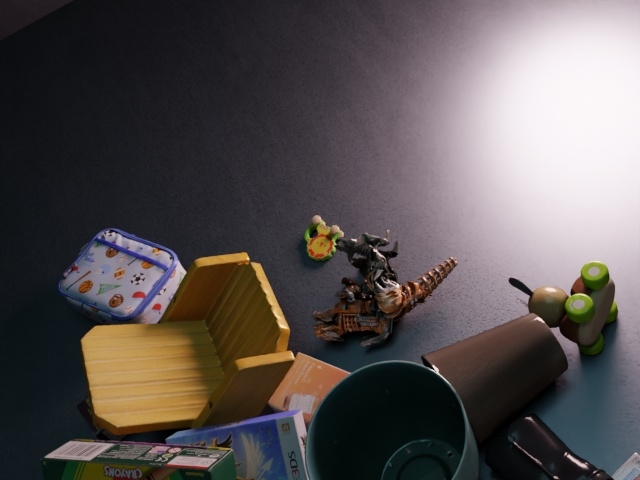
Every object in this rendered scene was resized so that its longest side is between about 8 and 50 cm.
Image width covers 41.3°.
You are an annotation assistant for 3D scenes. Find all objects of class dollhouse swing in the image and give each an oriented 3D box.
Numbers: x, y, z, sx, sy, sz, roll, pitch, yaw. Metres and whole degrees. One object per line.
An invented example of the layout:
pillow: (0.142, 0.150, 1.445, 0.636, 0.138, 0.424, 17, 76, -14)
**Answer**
dollhouse swing: (-0.293, 0.205, 1.772, 0.315, 0.305, 0.346, -58, 37, 26)

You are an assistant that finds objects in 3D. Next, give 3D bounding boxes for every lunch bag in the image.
lunch bag: (-0.490, 0.093, 2.105, 0.304, 0.115, 0.243, 20, 63, 32)

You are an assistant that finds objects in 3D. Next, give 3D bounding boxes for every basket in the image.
basket: (0.340, 0.247, 1.624, 0.227, 0.154, 0.204, -30, 56, -5)

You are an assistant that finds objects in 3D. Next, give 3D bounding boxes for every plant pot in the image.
plant pot: (0.150, 0.398, 1.526, 0.293, 0.235, 0.292, -14, 52, 18)

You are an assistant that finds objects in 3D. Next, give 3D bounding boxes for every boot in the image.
boot: (0.366, 0.449, 1.500, 0.246, 0.094, 0.207, -51, 43, -3)

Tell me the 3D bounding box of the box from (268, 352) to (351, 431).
box: (0.005, 0.327, 1.738, 0.171, 0.091, 0.130, 16, 63, 32)

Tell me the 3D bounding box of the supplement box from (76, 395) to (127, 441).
supplement box: (-0.436, 0.356, 1.906, 0.188, 0.080, 0.104, -42, 51, -10)

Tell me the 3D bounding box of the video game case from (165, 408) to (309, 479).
video game case: (-0.142, 0.470, 1.631, 0.270, 0.061, 0.244, -13, 87, 13)

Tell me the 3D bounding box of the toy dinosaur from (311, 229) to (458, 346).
toy dinosaur: (0.132, 0.109, 1.842, 0.322, 0.164, 0.218, -13, 64, -10)

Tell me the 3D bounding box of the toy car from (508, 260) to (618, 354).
toy car: (0.466, 0.117, 1.664, 0.189, 0.155, 0.149, 15, 63, 35)

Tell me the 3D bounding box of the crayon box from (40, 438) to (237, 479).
crayon box: (-0.325, 0.544, 1.589, 0.363, 0.106, 0.312, -2, 99, 22)

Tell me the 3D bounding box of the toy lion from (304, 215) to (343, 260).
toy lion: (0.000, 0.000, 2.023, 0.100, 0.034, 0.096, 30, 78, 36)

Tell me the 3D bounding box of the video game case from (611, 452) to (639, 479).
video game case: (0.545, 0.466, 1.458, 0.157, 0.019, 0.143, -40, 51, -10)
